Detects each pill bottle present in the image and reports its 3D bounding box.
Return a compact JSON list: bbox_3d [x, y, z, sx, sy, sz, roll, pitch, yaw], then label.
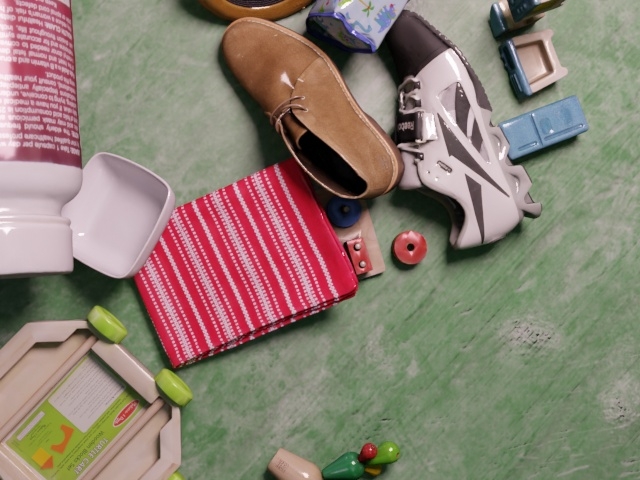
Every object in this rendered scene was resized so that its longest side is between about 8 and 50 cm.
[{"bbox_3d":[-0.400,-0.150,1.015,0.224,0.224,0.392,-4,87,-6],"label":"pill bottle"}]

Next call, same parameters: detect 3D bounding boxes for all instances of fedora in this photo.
[{"bbox_3d":[-0.078,-0.371,1.112,0.194,0.194,0.079,-16,53,-6],"label":"fedora"}]

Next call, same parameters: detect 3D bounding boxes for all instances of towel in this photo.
[{"bbox_3d":[-0.108,0.030,1.115,0.275,0.031,0.199,-23,89,7],"label":"towel"}]

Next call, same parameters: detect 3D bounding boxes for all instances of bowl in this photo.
[{"bbox_3d":[-0.256,-0.030,1.101,0.142,0.053,0.142,26,88,22],"label":"bowl"}]

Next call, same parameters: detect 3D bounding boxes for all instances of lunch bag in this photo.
[{"bbox_3d":[0.049,-0.314,1.109,0.096,0.151,0.129,37,87,-28],"label":"lunch bag"}]

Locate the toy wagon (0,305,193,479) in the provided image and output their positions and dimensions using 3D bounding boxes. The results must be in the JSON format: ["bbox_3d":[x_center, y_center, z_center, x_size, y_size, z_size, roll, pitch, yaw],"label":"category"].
[{"bbox_3d":[-0.287,0.264,1.105,0.344,0.068,0.267,44,86,-4],"label":"toy wagon"}]

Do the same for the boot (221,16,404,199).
[{"bbox_3d":[-0.026,-0.171,1.091,0.305,0.115,0.112,46,119,9],"label":"boot"}]

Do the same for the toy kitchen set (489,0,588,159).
[{"bbox_3d":[0.277,-0.225,1.118,0.122,0.166,0.207,-22,91,-6],"label":"toy kitchen set"}]

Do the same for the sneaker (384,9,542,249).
[{"bbox_3d":[0.149,-0.138,1.126,0.146,0.122,0.330,-30,92,-7],"label":"sneaker"}]

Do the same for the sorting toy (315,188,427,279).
[{"bbox_3d":[0.000,0.000,1.148,0.274,0.046,0.132,-16,91,-5],"label":"sorting toy"}]

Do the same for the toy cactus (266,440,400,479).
[{"bbox_3d":[0.008,0.342,1.125,0.180,0.112,0.219,34,95,5],"label":"toy cactus"}]
